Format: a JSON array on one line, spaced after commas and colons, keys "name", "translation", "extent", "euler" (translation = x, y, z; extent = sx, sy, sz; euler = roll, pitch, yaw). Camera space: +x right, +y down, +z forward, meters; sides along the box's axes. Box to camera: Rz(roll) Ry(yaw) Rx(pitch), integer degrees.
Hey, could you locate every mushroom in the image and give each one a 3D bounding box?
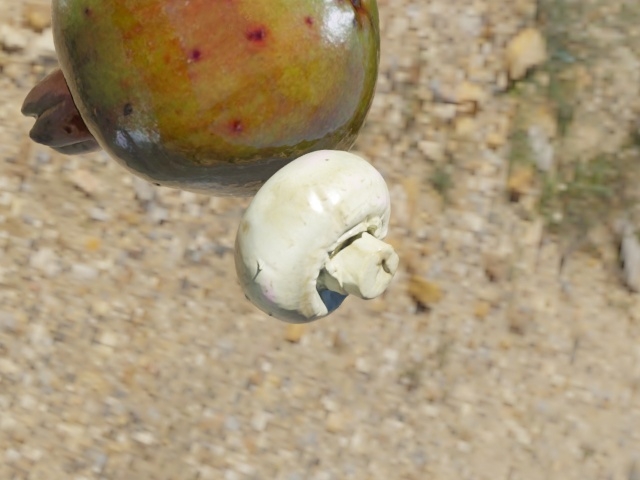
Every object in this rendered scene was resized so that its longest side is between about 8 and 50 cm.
[{"name": "mushroom", "translation": [0.000, 0.000, 0.870], "extent": [0.083, 0.067, 0.083], "euler": [-41, 150, -30]}]

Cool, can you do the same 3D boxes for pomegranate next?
[{"name": "pomegranate", "translation": [-0.071, -0.100, 1.005], "extent": [0.180, 0.210, 0.180], "euler": [31, 50, -46]}]
